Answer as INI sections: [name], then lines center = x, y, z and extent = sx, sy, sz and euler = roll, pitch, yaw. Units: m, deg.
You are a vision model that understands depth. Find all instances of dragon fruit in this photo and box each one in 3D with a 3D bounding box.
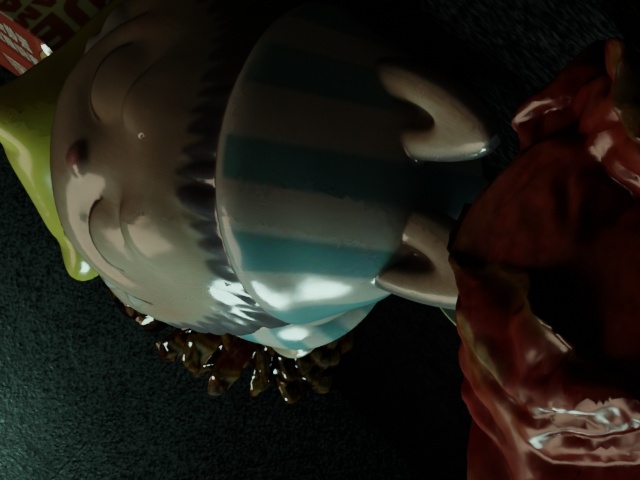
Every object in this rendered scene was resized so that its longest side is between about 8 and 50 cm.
[dragon fruit]
center = 0.176, 0.083, 0.821
extent = 0.329, 0.286, 0.228
euler = 54, 175, -8

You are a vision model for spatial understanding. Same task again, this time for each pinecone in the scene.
[pinecone]
center = -0.095, 0.029, 1.951
extent = 0.296, 0.242, 0.298
euler = 39, 175, 25

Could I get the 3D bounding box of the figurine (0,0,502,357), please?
[figurine]
center = 0.000, 0.000, 1.262
extent = 0.377, 0.266, 0.361
euler = 36, 175, 47

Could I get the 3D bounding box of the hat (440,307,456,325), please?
[hat]
center = 0.163, 0.051, 1.393
extent = 0.166, 0.081, 0.122
euler = 45, -150, 5

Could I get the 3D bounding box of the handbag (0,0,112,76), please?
[handbag]
center = -0.179, -0.200, 1.480
extent = 0.298, 0.171, 0.151
euler = 33, 163, 39
